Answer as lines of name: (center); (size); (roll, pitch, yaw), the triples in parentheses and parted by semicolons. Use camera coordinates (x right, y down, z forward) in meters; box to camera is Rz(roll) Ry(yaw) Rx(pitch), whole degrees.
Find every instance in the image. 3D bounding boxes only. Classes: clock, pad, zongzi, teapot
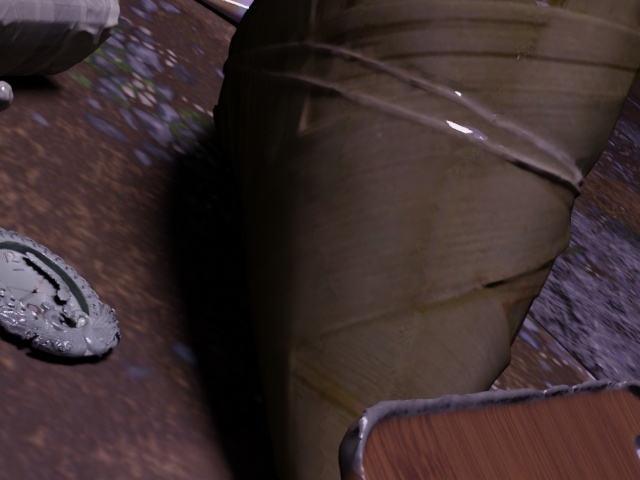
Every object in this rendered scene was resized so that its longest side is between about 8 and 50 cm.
clock: (-0.123, 0.021, 0.574); (0.083, 0.010, 0.074); (46, 22, 23)
pad: (0.133, 0.188, 0.509); (0.284, 0.018, 0.286); (5, 58, -56)
zongzi: (0.000, 0.000, 0.743); (0.181, 0.418, 0.447); (24, -17, -13)
teapot: (-0.182, -0.110, 0.679); (0.107, 0.077, 0.200); (61, 23, 4)

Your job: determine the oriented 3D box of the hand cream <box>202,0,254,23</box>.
hand cream: (-0.037, -0.188, 1.145); (0.174, 0.047, 0.076); (26, 23, -7)
